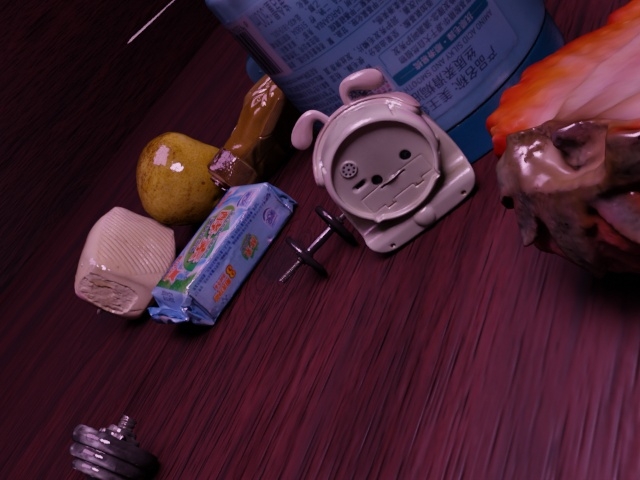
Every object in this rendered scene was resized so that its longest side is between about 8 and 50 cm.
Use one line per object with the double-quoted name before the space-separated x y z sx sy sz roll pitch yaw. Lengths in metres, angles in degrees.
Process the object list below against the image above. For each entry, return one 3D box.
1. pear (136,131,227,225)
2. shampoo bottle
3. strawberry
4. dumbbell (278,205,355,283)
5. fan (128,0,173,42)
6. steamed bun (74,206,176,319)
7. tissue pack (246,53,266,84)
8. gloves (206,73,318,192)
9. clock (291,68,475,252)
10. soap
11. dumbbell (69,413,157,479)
"pear" -0.280 -0.119 1.265 0.197 0.197 0.197 -35 28 22
"shampoo bottle" 0.078 -0.293 0.798 0.331 0.342 0.331 -35 28 22
"strawberry" 0.287 -0.105 0.463 0.336 0.149 0.265 -44 17 -20
"dumbbell" 0.000 0.000 0.805 0.147 0.069 0.069 -47 26 -1
"fan" -0.037 -0.334 0.620 0.414 0.012 0.233 -39 26 7
"steamed bun" -0.382 0.053 1.208 0.153 0.169 0.239 -56 20 25
"tissue pack" 0.003 -0.399 1.225 0.287 0.198 0.206 -26 34 40
"gloves" -0.078 -0.219 1.150 0.331 0.154 0.141 -50 27 8
"clock" 0.065 -0.088 0.694 0.151 0.191 0.062 -38 26 17
"soap" -0.160 0.019 1.008 0.156 0.077 0.293 0 52 57
"dumbbell" -0.283 0.329 0.729 0.110 0.110 0.255 -13 48 49
